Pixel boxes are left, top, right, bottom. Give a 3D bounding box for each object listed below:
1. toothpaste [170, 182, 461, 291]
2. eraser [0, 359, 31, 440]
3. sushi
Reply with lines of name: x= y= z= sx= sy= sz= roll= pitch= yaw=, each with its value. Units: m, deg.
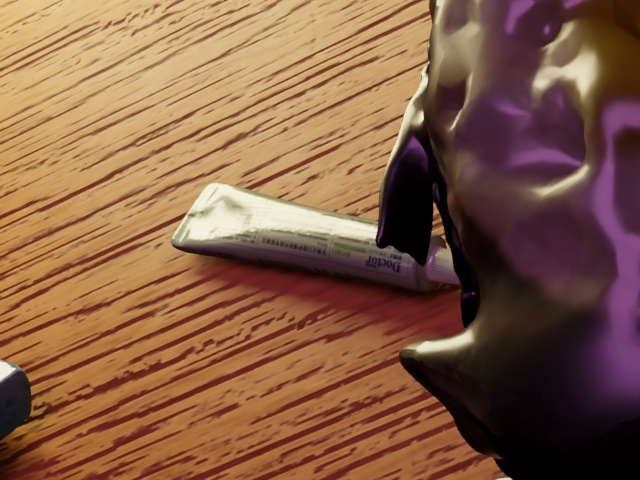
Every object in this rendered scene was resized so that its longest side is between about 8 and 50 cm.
toothpaste: x=0.000 y=0.000 z=0.866 sx=0.197 sy=0.029 sz=0.048 roll=11 pitch=61 yaw=38
eraser: x=-0.317 y=0.079 z=0.932 sx=0.312 sy=0.043 sz=0.144 roll=16 pitch=32 yaw=38
sushi: x=0.186 y=-0.004 z=0.582 sx=0.281 sy=0.294 sz=0.299 roll=11 pitch=65 yaw=32
